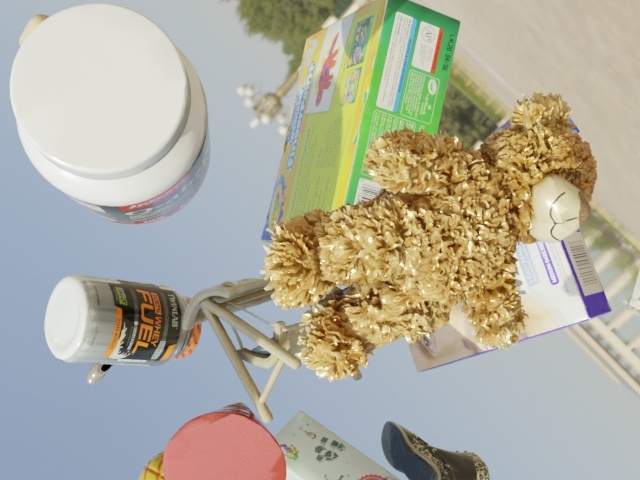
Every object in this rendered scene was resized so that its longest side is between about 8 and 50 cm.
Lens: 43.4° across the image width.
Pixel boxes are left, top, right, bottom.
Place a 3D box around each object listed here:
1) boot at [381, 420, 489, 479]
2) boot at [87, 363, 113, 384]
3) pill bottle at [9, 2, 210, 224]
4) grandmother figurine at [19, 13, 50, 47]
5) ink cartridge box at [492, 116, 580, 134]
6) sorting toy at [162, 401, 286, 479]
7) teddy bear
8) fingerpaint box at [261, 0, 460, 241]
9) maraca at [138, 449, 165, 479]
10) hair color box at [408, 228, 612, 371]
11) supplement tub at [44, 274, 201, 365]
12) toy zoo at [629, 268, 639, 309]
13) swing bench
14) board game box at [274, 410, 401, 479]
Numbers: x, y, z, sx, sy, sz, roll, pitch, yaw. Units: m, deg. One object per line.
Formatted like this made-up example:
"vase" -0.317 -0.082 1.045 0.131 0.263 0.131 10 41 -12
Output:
"boot" 0.259 0.499 1.852 0.179 0.085 0.236 10 -167 -28
"boot" -0.547 0.319 2.025 0.042 0.118 0.087 36 173 -14
"pill bottle" -0.238 -0.136 0.961 0.210 0.210 0.363 42 173 -2
"grandmother figurine" -0.395 -0.257 1.310 0.208 0.104 0.342 24 -161 -48
"ink cartridge box" 0.434 -0.219 1.635 0.046 0.097 0.207 49 -176 -16
"sorting toy" -0.007 0.291 0.854 0.365 0.127 0.126 46 -168 -11
"teddy bear" 0.112 0.003 0.729 0.113 0.338 0.245 -141 41 -71
"fingerpaint box" 0.065 -0.192 1.533 0.163 0.444 0.371 14 175 -23
"maraca" -0.269 0.448 1.541 0.127 0.186 0.099 55 179 32
"hair color box" 0.296 0.092 1.384 0.110 0.339 0.185 -4 -107 -49
"supplement tub" -0.441 0.187 1.830 0.316 0.193 0.193 11 -147 -44
"toy zoo" 0.692 0.048 1.483 0.192 0.293 0.030 15 179 45
"swing bench" -0.059 0.144 1.420 0.253 0.165 0.255 -17 -128 -45
"board game box" 0.054 0.431 1.240 0.303 0.224 0.097 31 -128 22
